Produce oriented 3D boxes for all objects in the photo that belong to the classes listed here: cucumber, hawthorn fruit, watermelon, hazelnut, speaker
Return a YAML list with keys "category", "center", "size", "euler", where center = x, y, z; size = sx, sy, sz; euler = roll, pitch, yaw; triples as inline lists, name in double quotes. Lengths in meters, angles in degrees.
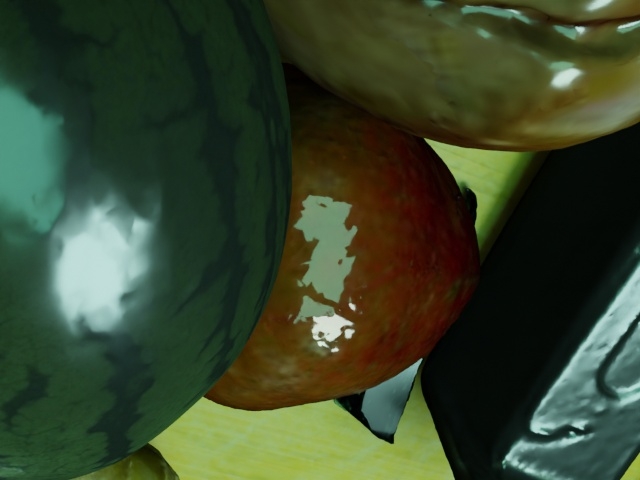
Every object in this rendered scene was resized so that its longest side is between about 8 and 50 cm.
- category: "cucumber"
  center: [0.060, 0.061, 0.995]
  size: [0.070, 0.046, 0.220]
  euler: [10, 110, -19]
- category: "hawthorn fruit"
  center: [0.000, 0.000, 0.849]
  size: [0.260, 0.224, 0.224]
  euler: [6, 114, -44]
- category: "watermelon"
  center: [-0.153, -0.052, 0.596]
  size: [0.278, 0.279, 0.359]
  euler: [-18, 126, -13]
- category: "hazelnut"
  center: [0.093, -0.227, 0.710]
  size: [0.372, 0.315, 0.372]
  euler: [-23, 121, -44]
- category: "speaker"
  center: [0.231, 0.055, 0.960]
  size: [0.180, 0.184, 0.388]
  euler: [21, 109, -23]

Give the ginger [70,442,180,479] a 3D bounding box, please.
- category: "ginger"
  center: [-0.171, 0.160, 0.911]
  size: [0.069, 0.095, 0.190]
  euler: [-52, 141, 7]
